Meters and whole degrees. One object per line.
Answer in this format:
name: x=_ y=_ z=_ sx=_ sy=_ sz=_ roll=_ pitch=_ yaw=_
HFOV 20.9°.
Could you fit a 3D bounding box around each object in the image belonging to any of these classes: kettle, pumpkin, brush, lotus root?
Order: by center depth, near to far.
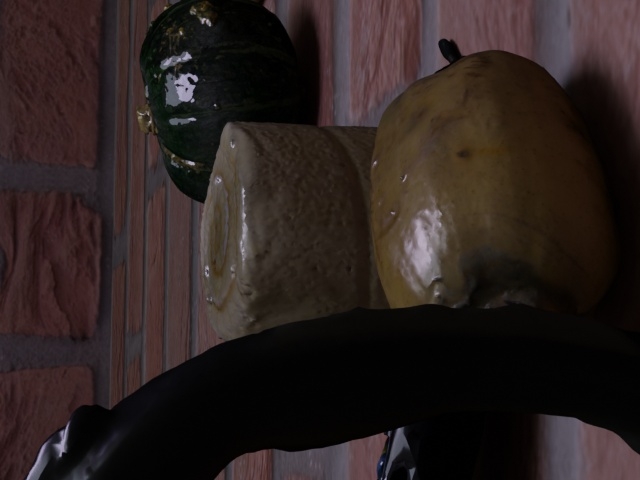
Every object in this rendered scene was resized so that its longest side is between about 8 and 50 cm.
kettle: x=0.029 y=0.172 z=0.578 sx=0.228 sy=0.324 sz=0.321 roll=-120 pitch=34 yaw=-66
lotus root: x=0.084 y=0.000 z=0.837 sx=0.125 sy=0.118 sz=0.221 roll=81 pitch=-177 yaw=-50
brush: x=0.085 y=-0.108 z=1.073 sx=0.083 sy=0.008 sz=0.024 roll=-113 pitch=27 yaw=-62
pumpkin: x=-0.086 y=-0.124 z=1.512 sx=0.190 sy=0.146 sz=0.190 roll=-176 pitch=90 yaw=-77

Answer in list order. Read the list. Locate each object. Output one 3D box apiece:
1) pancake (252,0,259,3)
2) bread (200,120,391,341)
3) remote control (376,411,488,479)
pancake: x=-0.080 y=-0.345 z=1.755 sx=0.253 sy=0.037 sz=0.254 roll=-179 pitch=90 yaw=-76
bread: x=0.000 y=0.000 z=1.133 sx=0.134 sy=0.141 sz=0.148 roll=-101 pitch=18 yaw=-48
remote control: x=0.038 y=0.246 z=0.980 sx=0.144 sy=0.062 sz=0.399 roll=-32 pitch=-47 yaw=-85
